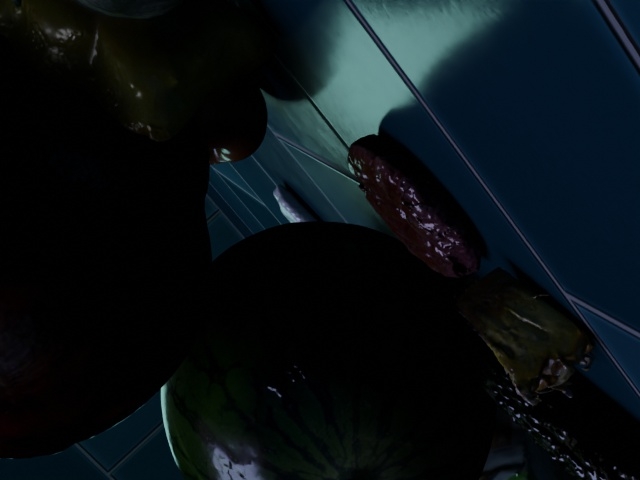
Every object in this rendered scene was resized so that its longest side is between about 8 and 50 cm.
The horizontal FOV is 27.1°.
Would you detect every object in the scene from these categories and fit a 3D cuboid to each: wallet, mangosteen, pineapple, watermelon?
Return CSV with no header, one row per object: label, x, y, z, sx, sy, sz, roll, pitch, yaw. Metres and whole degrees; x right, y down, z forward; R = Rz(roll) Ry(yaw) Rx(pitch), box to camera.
wallet,0.000,0.000,1.856,0.183,0.032,0.124,45,176,12
mangosteen,-0.290,-0.018,1.193,0.381,0.381,0.421,57,-159,-58
pineapple,0.152,0.074,1.042,0.116,0.069,0.137,47,176,-6
watermelon,0.006,0.148,1.316,0.363,0.363,0.363,47,174,6

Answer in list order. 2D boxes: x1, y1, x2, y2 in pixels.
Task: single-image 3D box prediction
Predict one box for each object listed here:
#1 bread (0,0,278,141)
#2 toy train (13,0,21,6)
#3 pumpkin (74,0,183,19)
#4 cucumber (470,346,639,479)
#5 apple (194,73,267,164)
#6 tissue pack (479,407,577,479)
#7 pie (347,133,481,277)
bread,-0.166,-0.191,1.095,0.233,0.161,0.088,30,139,21
toy train,-0.247,-0.319,0.962,0.238,0.167,0.299,56,180,39
pumpkin,-0.128,-0.220,0.826,0.167,0.125,0.167,34,135,42
cucumber,0.228,0.169,1.121,0.300,0.072,0.072,45,174,44
apple,-0.115,-0.132,1.376,0.126,0.126,0.102,75,-170,-78
tissue pack,0.137,0.301,1.516,0.228,0.311,0.128,49,-146,-40
pie,0.075,-0.028,1.095,0.154,0.036,0.154,47,173,7
